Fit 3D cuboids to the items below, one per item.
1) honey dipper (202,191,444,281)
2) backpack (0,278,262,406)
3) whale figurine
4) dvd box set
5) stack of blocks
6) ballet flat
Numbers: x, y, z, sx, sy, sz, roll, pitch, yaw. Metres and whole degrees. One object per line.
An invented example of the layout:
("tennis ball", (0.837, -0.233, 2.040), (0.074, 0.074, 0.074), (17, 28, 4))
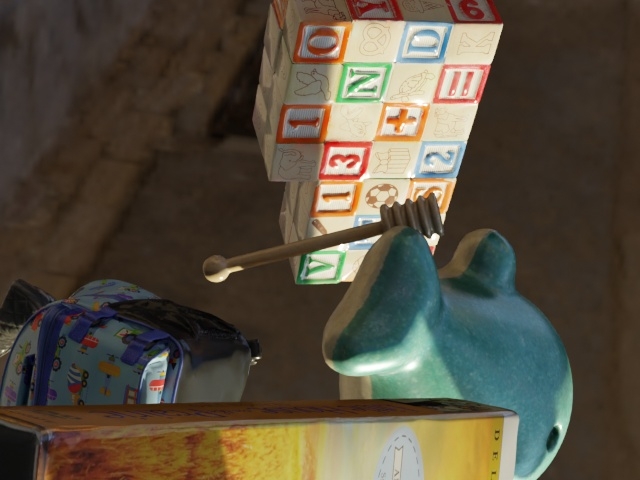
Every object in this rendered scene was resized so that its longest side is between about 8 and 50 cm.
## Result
("honey dipper", (0.000, 0.000, 1.028), (0.030, 0.160, 0.030), (-12, 90, -84))
("backpack", (-0.144, 0.104, 1.023), (0.117, 0.173, 0.158), (2, 106, -53))
("whale figurine", (0.091, 0.093, 1.076), (0.216, 0.141, 0.272), (-59, 153, -14))
("dvd box set", (-0.034, 0.236, 0.803), (0.420, 0.062, 0.308), (9, 89, -56))
("stack of blocks", (0.033, -0.096, 1.361), (0.087, 0.171, 0.297), (-106, -160, -44))
("ballet flat", (-0.275, 0.070, 1.346), (0.173, 0.049, 0.057), (-27, -166, 50))
